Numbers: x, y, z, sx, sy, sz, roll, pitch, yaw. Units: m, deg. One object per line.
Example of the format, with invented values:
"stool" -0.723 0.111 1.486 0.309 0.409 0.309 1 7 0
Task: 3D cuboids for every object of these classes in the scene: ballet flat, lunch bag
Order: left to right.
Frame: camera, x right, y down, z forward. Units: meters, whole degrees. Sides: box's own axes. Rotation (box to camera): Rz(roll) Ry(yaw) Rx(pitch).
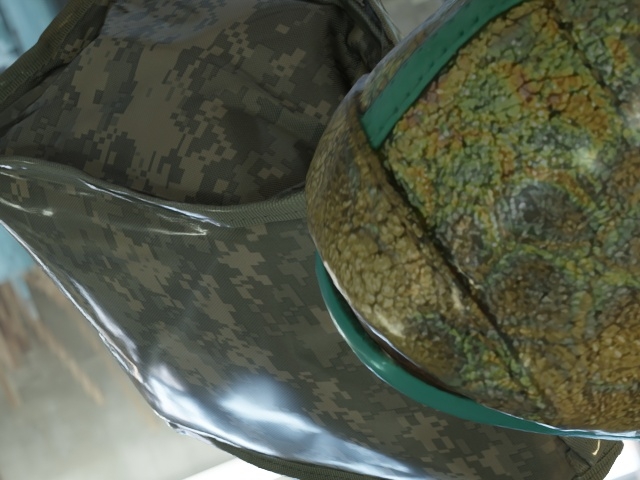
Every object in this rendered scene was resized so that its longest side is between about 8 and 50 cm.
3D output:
"lunch bag" 0.000 0.000 0.873 0.287 0.235 0.169 15 -121 46
"ballet flat" 0.161 -0.002 0.422 0.348 0.123 0.123 9 165 -33
